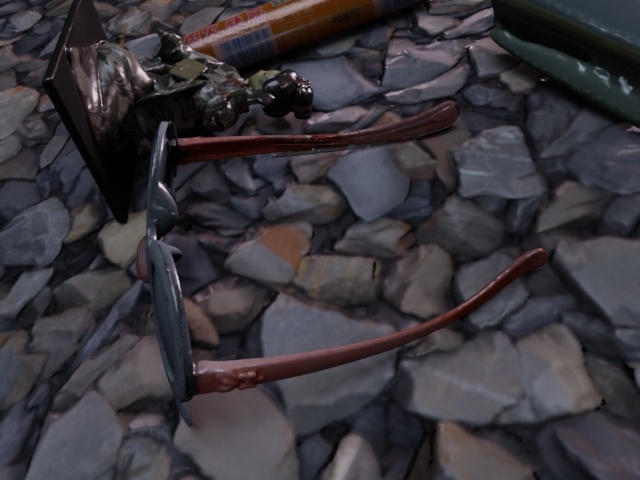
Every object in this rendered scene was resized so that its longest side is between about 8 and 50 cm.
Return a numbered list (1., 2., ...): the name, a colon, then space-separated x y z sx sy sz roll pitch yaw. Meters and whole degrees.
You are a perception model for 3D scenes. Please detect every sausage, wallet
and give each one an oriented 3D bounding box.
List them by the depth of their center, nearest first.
1. wallet: 0.335 -0.241 0.518 0.360 0.083 0.252 -36 54 -15
2. sausage: -0.011 -0.237 0.646 0.347 0.053 0.053 -20 47 2

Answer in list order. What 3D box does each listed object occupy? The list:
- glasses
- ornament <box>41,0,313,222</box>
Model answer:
1. glasses: 0.000 0.000 0.454 0.268 0.118 0.234 -5 45 -12
2. ornament: -0.105 -0.138 0.546 0.195 0.153 0.166 -8 49 0
